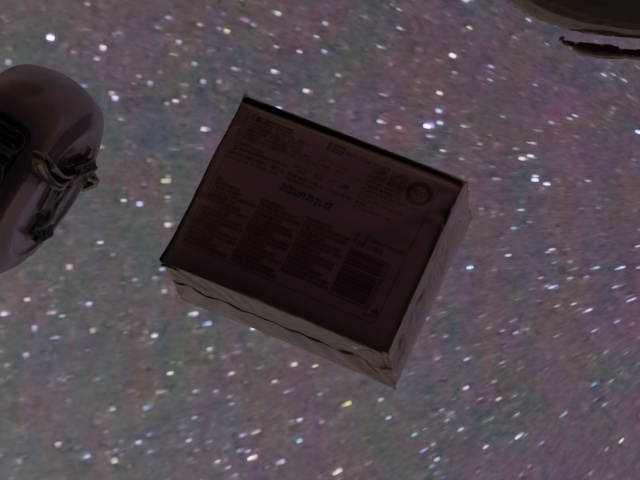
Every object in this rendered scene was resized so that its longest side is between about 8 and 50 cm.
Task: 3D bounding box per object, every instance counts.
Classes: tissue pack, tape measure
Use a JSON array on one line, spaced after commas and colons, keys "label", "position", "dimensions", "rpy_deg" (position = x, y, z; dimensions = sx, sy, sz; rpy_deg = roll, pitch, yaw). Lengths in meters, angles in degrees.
[{"label": "tissue pack", "position": [0.000, 0.000, 1.160], "dimensions": [0.225, 0.124, 0.185], "rpy_deg": [22, -109, 15]}, {"label": "tape measure", "position": [-0.246, -0.051, 1.037], "dimensions": [0.105, 0.196, 0.178], "rpy_deg": [32, -66, 5]}]

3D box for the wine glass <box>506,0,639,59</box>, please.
[{"label": "wine glass", "position": [0.087, -0.158, 0.349], "dimensions": [0.111, 0.111, 0.205], "rpy_deg": [-7, -124, 22]}]
